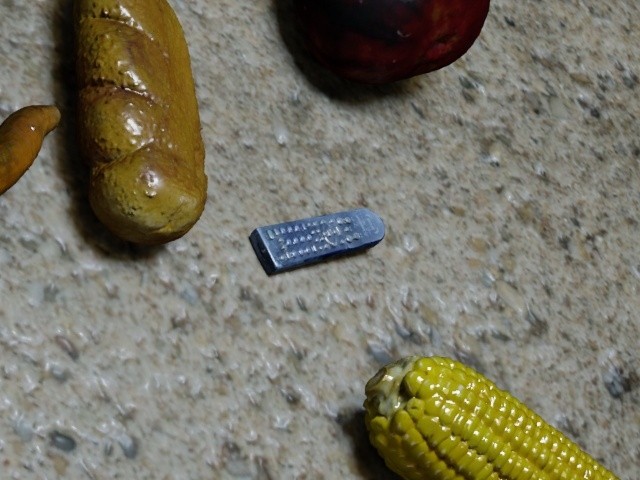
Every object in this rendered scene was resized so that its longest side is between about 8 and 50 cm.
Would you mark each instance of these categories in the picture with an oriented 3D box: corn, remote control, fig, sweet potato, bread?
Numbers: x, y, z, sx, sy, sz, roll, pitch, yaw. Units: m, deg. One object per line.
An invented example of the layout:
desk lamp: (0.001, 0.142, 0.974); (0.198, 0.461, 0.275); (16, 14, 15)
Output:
corn: (0.184, 0.219, 1.690); (0.363, 0.120, 0.120); (36, 41, -17)
remote control: (0.001, -0.001, 1.761); (0.152, 0.027, 0.043); (-11, 74, -45)
fig: (0.048, -0.278, 1.909); (0.204, 0.186, 0.249); (-25, 70, -31)
sweet potato: (-0.278, -0.050, 1.516); (0.057, 0.057, 0.264); (51, 33, 0)
bread: (-0.169, -0.145, 1.669); (0.124, 0.084, 0.344); (36, 35, -52)
